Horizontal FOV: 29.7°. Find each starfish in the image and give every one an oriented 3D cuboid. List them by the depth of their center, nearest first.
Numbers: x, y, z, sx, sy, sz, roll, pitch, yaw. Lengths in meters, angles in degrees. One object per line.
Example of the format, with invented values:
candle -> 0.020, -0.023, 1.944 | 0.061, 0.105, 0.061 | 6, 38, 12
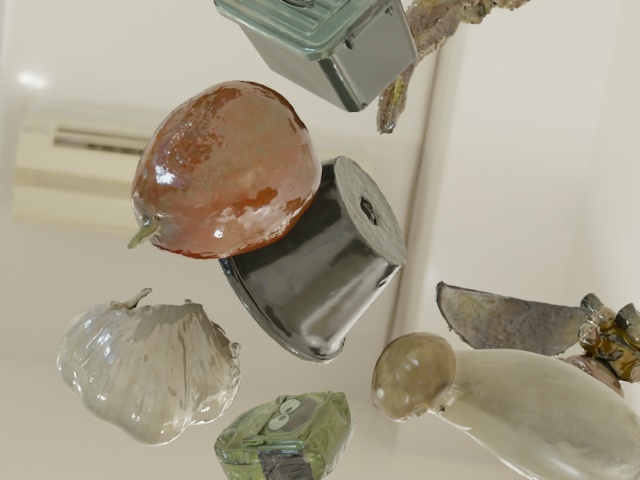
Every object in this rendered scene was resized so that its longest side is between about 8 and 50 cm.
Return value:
starfish -> 0.198, -0.401, 1.702 | 0.398, 0.384, 0.132 | -21, -171, 10

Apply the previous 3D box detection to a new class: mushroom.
mushroom -> 0.209, 0.179, 1.231 | 0.350, 0.128, 0.128 | 22, -171, -24

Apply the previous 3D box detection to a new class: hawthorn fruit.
hawthorn fruit -> -0.123, -0.059, 1.301 | 0.199, 0.200, 0.251 | 20, -138, 36

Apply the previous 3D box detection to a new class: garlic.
garlic -> -0.212, 0.167, 1.471 | 0.229, 0.178, 0.143 | 13, -140, -5

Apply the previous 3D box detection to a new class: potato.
potato -> 0.316, 0.152, 2.026 | 0.261, 0.120, 0.100 | 11, 166, 14

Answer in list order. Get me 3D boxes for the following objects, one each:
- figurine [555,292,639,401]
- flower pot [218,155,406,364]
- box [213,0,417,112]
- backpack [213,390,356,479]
figurine -> 0.373, 0.212, 1.692 | 0.257, 0.167, 0.192 | -42, -134, -13
flower pot -> 0.000, 0.000, 1.508 | 0.269, 0.166, 0.269 | 45, -157, -25
box -> 0.002, -0.271, 1.503 | 0.243, 0.163, 0.135 | 33, 164, 40
backpack -> -0.066, 0.370, 2.196 | 0.253, 0.140, 0.207 | -11, -158, 32
